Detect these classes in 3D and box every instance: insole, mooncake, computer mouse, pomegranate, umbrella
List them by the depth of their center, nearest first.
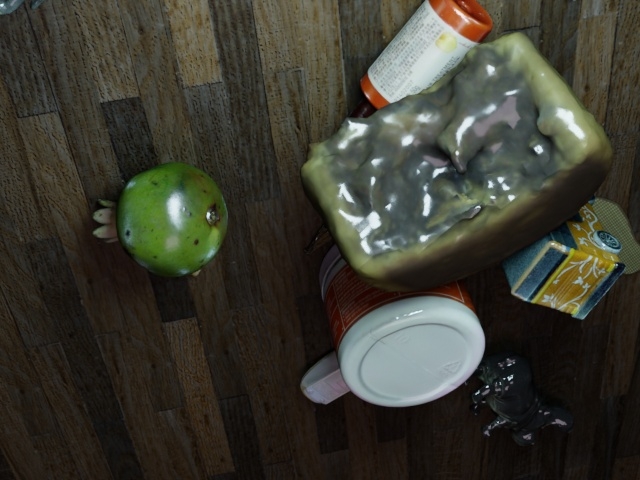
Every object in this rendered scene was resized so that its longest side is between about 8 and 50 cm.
[{"bbox_3d":[0.184,-0.103,1.554,0.394,0.246,0.393,-10,149,-25],"label":"mooncake"},{"bbox_3d":[-0.260,-0.033,1.716,0.225,0.187,0.187,1,140,27],"label":"pomegranate"},{"bbox_3d":[-0.001,0.000,1.897,0.083,0.031,0.020,-43,160,27],"label":"umbrella"},{"bbox_3d":[0.551,-0.008,2.035,0.086,0.005,0.253,-33,131,18],"label":"insole"},{"bbox_3d":[0.053,0.254,2.132,0.199,0.044,0.102,-33,130,17],"label":"computer mouse"}]

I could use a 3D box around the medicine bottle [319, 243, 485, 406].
[{"bbox_3d":[0.139,0.128,1.901,0.253,0.240,0.252,-7,134,-7],"label":"medicine bottle"}]

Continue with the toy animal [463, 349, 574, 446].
[{"bbox_3d":[0.402,0.342,2.262,0.168,0.106,0.343,-35,137,9],"label":"toy animal"}]

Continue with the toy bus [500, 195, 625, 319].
[{"bbox_3d":[0.371,-0.020,1.796,0.167,0.275,0.138,16,127,-22],"label":"toy bus"}]

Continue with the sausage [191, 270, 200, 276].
[{"bbox_3d":[-0.245,0.016,1.853,0.024,0.024,0.132,-25,134,10],"label":"sausage"}]

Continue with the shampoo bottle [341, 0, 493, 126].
[{"bbox_3d":[0.133,-0.252,1.639,0.104,0.104,0.278,23,124,-30],"label":"shampoo bottle"}]

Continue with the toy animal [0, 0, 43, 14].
[{"bbox_3d":[-0.409,-0.413,1.377,0.137,0.082,0.269,-18,130,-1],"label":"toy animal"}]
